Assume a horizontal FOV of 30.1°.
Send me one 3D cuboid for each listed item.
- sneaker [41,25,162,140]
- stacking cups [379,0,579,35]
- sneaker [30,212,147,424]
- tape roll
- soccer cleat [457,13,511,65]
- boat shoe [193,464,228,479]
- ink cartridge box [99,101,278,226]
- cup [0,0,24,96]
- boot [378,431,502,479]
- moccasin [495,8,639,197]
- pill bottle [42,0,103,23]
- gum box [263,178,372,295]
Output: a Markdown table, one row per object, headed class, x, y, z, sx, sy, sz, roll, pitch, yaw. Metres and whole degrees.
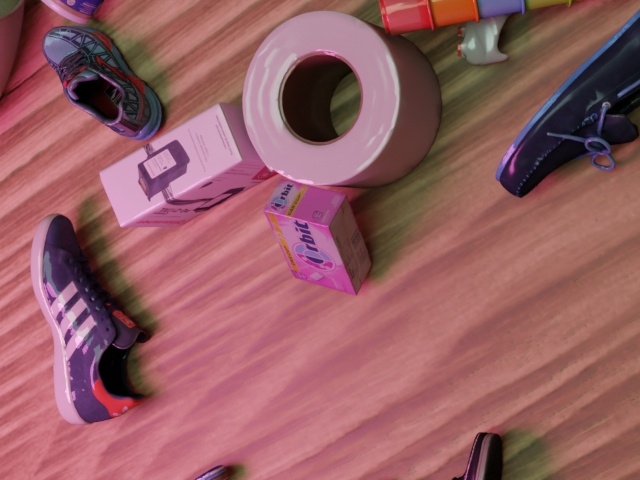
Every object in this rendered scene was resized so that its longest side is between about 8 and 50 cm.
| class | x | y | z | sx | sy | sz | roll | pitch | yaw |
| --- | --- | --- | --- | --- | --- | --- | --- | --- | --- |
| sneaker | -0.370 | -0.268 | 1.924 | 0.262 | 0.125 | 0.104 | 41 | 106 | 19 |
| stacking cups | 0.238 | -0.338 | 1.609 | 0.316 | 0.096 | 0.096 | -12 | 85 | 10 |
| sneaker | -0.365 | 0.120 | 1.937 | 0.148 | 0.131 | 0.349 | -12 | 91 | 18 |
| tape roll | 0.033 | -0.197 | 1.710 | 0.246 | 0.169 | 0.246 | 1 | 92 | 26 |
| soccer cleat | 0.234 | -0.344 | 1.676 | 0.076 | 0.068 | 0.196 | 2 | 91 | 7 |
| boat shoe | -0.199 | 0.424 | 1.892 | 0.183 | 0.066 | 0.066 | -43 | 78 | 30 |
| ink cartridge box | -0.189 | -0.110 | 1.814 | 0.237 | 0.172 | 0.100 | -26 | 80 | 23 |
| cup | -0.657 | -0.297 | 1.987 | 0.331 | 0.331 | 0.236 | 19 | 124 | 24 |
| boot | 0.156 | 0.368 | 1.706 | 0.179 | 0.085 | 0.236 | 16 | 98 | 27 |
| moccasin | 0.377 | -0.174 | 1.567 | 0.117 | 0.138 | 0.342 | 47 | 110 | 13 |
| pill bottle | -0.375 | -0.458 | 1.933 | 0.112 | 0.112 | 0.186 | 45 | 108 | 18 |
| gum box | 0.000 | 0.000 | 1.729 | 0.107 | 0.188 | 0.062 | 14 | 60 | 26 |
